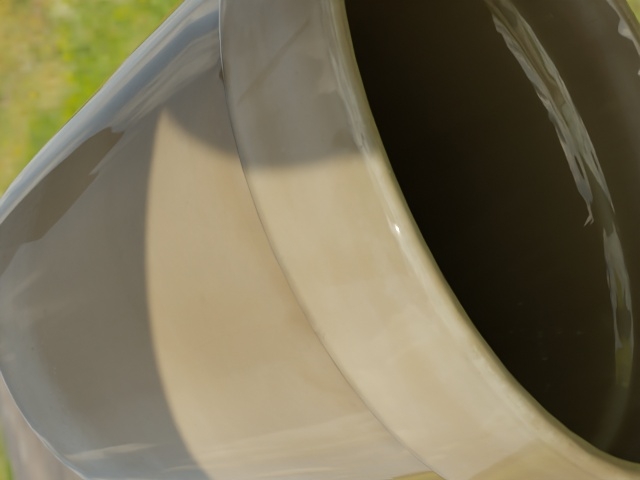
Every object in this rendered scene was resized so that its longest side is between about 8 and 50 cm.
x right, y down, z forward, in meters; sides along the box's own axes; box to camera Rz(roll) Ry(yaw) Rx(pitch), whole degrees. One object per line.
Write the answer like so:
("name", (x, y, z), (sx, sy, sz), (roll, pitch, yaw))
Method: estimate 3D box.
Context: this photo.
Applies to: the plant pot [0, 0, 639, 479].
("plant pot", (0.000, 0.000, 0.861), (0.280, 0.323, 0.323), (-25, 68, 33))
